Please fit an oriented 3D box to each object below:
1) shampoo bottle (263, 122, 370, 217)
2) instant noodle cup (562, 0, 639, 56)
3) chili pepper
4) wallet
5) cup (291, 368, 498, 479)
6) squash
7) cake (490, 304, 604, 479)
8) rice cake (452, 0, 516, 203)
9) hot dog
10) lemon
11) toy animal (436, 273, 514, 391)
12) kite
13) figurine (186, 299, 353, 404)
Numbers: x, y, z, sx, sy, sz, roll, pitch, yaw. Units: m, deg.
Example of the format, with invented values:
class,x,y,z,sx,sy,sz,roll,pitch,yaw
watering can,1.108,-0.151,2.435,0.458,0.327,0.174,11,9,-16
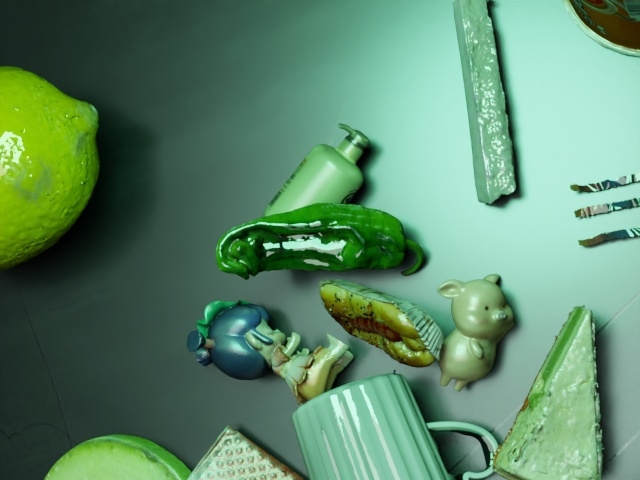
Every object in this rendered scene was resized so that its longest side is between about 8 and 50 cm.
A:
class,x,y,z,sx,sy,sz,roll,pitch,yaw
shampoo bottle,0.004,-0.070,1.917,0.079,0.079,0.162,41,97,17
instant noodle cup,0.377,-0.349,1.761,0.250,0.192,0.250,-2,85,18
chili pepper,0.001,0.004,1.861,0.257,0.074,0.100,-2,99,-5
wallet,-0.068,0.326,1.910,0.196,0.020,0.103,33,77,13
cup,0.085,0.271,1.839,0.167,0.221,0.202,-37,69,47
squash,-0.265,0.379,1.977,0.252,0.049,0.252,-2,84,18
cake,0.301,0.199,1.792,0.117,0.086,0.220,29,84,-4
rice cake,0.200,-0.177,1.876,0.049,0.055,0.269,-7,84,-3
hot dog,0.072,0.098,1.846,0.059,0.108,0.191,-46,35,-18
lemon,-0.420,-0.094,1.964,0.310,0.258,0.257,-24,78,15
toy animal,0.180,0.109,1.841,0.089,0.083,0.150,16,91,21
kite,0.421,-0.051,1.812,0.245,0.015,0.141,-10,81,13
figurine,-0.068,0.137,1.905,0.195,0.111,0.102,23,72,19
